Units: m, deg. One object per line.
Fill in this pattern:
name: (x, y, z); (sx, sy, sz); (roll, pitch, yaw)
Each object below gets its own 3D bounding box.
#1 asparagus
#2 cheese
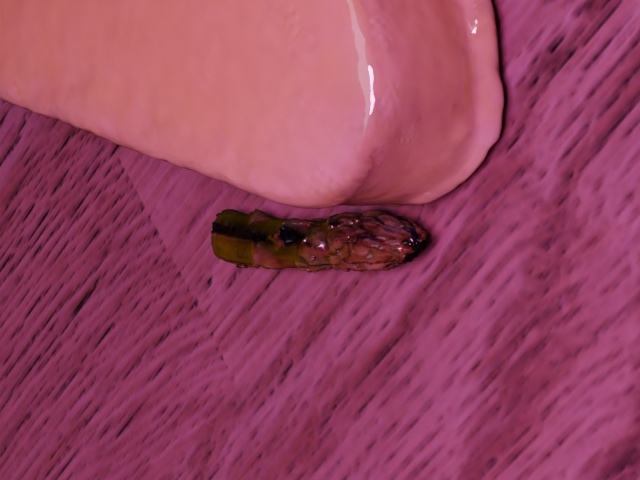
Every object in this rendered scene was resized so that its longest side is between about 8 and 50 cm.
asparagus: (0.000, 0.000, 1.028); (0.165, 0.030, 0.036); (-1, 62, 47)
cheese: (-0.038, -0.154, 1.015); (0.384, 0.104, 0.384); (0, 90, 46)
